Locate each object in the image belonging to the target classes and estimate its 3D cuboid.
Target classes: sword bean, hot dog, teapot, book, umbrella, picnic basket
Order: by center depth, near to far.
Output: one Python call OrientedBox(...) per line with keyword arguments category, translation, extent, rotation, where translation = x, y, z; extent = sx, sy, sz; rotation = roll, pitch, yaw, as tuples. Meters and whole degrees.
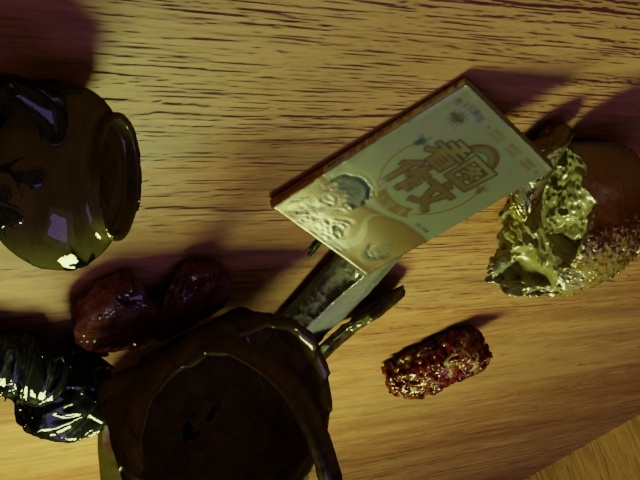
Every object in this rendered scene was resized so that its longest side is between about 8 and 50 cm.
OrientedBox(category="teapot", translation=(-0.272, -0.067, 1.197), extent=(0.182, 0.173, 0.269), rotation=(1, 151, 12))
OrientedBox(category="book", translation=(0.113, -0.071, 1.618), extent=(0.295, 0.020, 0.208), rotation=(-31, 137, 24))
OrientedBox(category="hot dog", translation=(0.279, -0.097, 1.730), extent=(0.078, 0.061, 0.169), rotation=(-44, 161, -52))
OrientedBox(category="picnic basket", translation=(-0.089, 0.249, 1.730), extent=(0.337, 0.293, 0.337), rotation=(-14, -160, 5))
OrientedBox(category="umbrella", translation=(-0.393, 0.185, 1.734), extent=(0.154, 0.128, 0.336), rotation=(-44, 147, 14))
OrientedBox(category="sword bean", translation=(0.000, 0.000, 1.781), extent=(0.012, 0.012, 0.083), rotation=(-9, 155, -27))

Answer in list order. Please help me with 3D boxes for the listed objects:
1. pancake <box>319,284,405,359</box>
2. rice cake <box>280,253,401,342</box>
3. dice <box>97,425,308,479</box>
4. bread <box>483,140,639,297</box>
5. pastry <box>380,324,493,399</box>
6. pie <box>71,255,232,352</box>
OrientedBox(category="pancake", translation=(0.040, 0.145, 2.040), extent=(0.235, 0.029, 0.212), rotation=(-40, 175, 10))
OrientedBox(category="rice cake", translation=(0.032, 0.058, 1.875), extent=(0.070, 0.064, 0.399), rotation=(-13, 157, -33))
OrientedBox(category="dice", translation=(-0.184, 0.342, 2.019), extent=(0.252, 0.250, 0.254), rotation=(-9, -177, -36))
OrientedBox(category="bread", translation=(0.375, -0.019, 1.861), extent=(0.192, 0.171, 0.314), rotation=(-5, 155, -26))
OrientedBox(category="pastry", translation=(0.212, 0.231, 2.423), extent=(0.208, 0.097, 0.115), rotation=(-26, 148, 18))
OrientedBox(category="pie", translation=(-0.227, 0.086, 1.728), extent=(0.218, 0.054, 0.204), rotation=(-7, 155, -37))
